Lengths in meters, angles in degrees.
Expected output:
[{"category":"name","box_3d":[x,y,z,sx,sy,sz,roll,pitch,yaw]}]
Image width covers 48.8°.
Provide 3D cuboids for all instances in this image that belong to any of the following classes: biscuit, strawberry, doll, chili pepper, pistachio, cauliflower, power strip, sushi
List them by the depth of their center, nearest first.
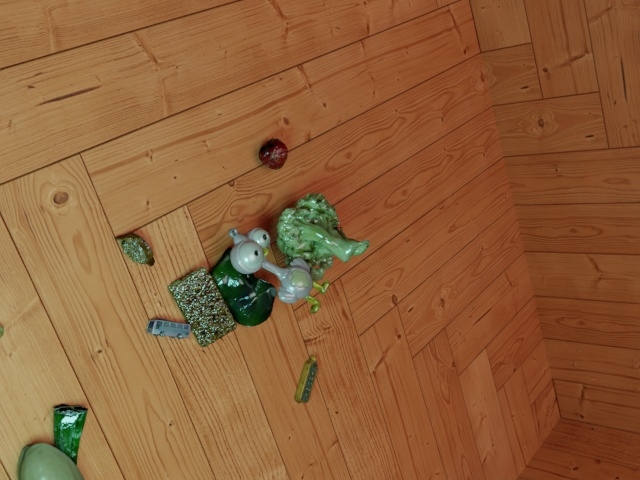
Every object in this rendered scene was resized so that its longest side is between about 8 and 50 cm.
[{"category":"pistachio","box_3d":[-0.654,0.596,1.722,0.136,0.136,0.226,-33,91,-40]},{"category":"chili pepper","box_3d":[-0.650,0.535,1.794,0.088,0.059,0.227,8,92,-28]},{"category":"sushi","box_3d":[-0.506,0.024,1.929,0.120,0.052,0.055,58,38,-32]},{"category":"biscuit","box_3d":[-0.344,0.198,2.079,0.131,0.025,0.231,-32,115,-14]},{"category":"doll","box_3d":[-0.138,0.081,2.135,0.365,0.094,0.160,39,57,-22]},{"category":"chili pepper","box_3d":[-0.230,0.165,2.163,0.148,0.116,0.264,-48,122,-30]},{"category":"strawberry","box_3d":[-0.147,-0.273,2.251,0.106,0.106,0.106,-1,92,-45]},{"category":"cauliflower","box_3d":[-0.019,0.006,2.273,0.260,0.281,0.327,-48,137,10]},{"category":"power strip","box_3d":[-0.044,0.474,2.422,0.049,0.028,0.178,31,69,-41]}]

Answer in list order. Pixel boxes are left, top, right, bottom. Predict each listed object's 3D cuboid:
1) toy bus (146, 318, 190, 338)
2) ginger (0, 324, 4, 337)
[{"category":"toy bus","box_3d":[-0.432,0.253,2.015,0.131,0.037,0.052,17,77,-45]},{"category":"ginger","box_3d":[-0.791,0.256,1.650,0.057,0.044,0.137,25,64,-12]}]
